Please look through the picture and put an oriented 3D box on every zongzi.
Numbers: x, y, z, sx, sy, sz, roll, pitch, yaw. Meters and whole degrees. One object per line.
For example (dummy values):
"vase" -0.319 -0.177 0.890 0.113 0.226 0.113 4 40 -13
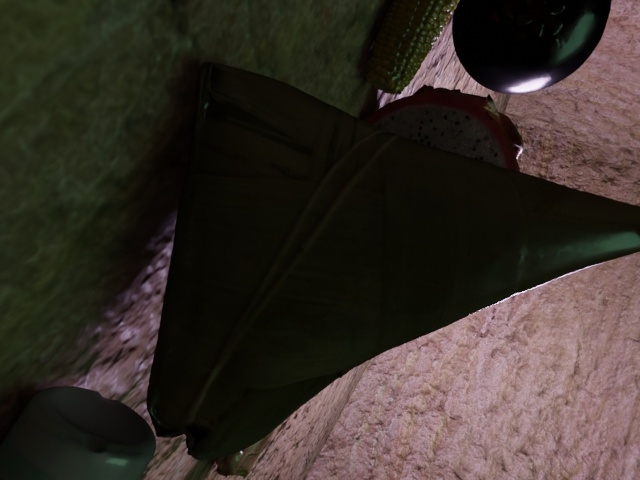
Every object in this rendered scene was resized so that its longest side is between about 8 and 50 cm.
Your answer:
"zongzi" 0.013 0.109 0.405 0.181 0.418 0.447 -23 131 -68

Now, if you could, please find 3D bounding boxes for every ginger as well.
"ginger" -0.130 0.372 0.890 0.213 0.074 0.137 -65 162 -13

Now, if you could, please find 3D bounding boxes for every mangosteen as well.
"mangosteen" 0.420 -0.445 0.920 0.297 0.297 0.313 -63 172 -2

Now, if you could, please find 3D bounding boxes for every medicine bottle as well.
"medicine bottle" -0.269 0.296 0.346 0.352 0.110 0.110 -60 161 -8

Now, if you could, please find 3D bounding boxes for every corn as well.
"corn" 0.147 -0.339 0.637 0.091 0.091 0.260 19 100 -36

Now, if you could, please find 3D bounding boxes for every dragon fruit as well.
"dragon fruit" 0.205 -0.115 0.790 0.226 0.305 0.305 -23 137 -66
